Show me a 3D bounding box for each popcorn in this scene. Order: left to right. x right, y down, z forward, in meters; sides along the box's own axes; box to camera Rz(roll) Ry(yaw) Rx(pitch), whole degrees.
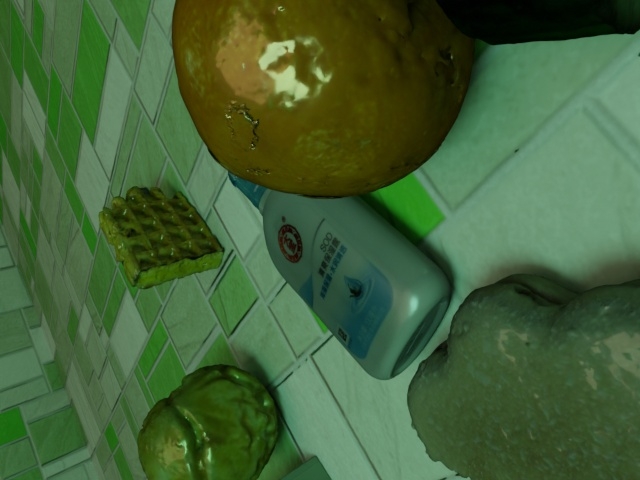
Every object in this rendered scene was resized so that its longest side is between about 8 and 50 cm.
[{"bbox_3d":[-0.175,0.312,0.810,0.204,0.221,0.184,58,162,18],"label":"popcorn"}]

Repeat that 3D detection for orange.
[{"bbox_3d":[0.002,-0.152,0.422,0.246,0.246,0.246,20,117,45],"label":"orange"}]

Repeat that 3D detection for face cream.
[{"bbox_3d":[0.000,0.000,0.603,0.337,0.080,0.163,46,134,30],"label":"face cream"}]

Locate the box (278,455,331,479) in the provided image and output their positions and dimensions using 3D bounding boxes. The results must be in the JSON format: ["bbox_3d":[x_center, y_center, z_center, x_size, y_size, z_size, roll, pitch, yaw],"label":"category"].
[{"bbox_3d":[-0.027,0.501,0.778,0.225,0.117,0.225,51,136,26],"label":"box"}]

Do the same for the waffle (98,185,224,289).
[{"bbox_3d":[-0.291,-0.020,0.879,0.211,0.160,0.055,49,135,27],"label":"waffle"}]

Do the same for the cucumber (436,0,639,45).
[{"bbox_3d":[0.139,-0.215,0.294,0.130,0.191,0.191,19,116,52],"label":"cucumber"}]

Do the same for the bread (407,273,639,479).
[{"bbox_3d":[0.203,0.118,0.392,0.337,0.102,0.183,-3,96,53],"label":"bread"}]

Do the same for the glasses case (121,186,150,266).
[{"bbox_3d":[-0.398,-0.015,1.099,0.071,0.047,0.205,50,135,25],"label":"glasses case"}]
